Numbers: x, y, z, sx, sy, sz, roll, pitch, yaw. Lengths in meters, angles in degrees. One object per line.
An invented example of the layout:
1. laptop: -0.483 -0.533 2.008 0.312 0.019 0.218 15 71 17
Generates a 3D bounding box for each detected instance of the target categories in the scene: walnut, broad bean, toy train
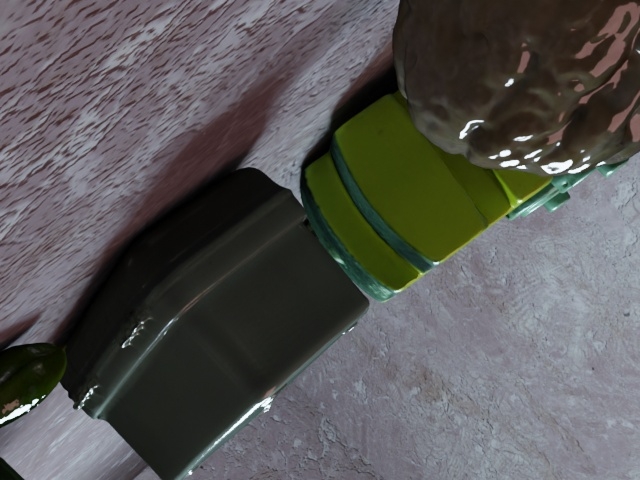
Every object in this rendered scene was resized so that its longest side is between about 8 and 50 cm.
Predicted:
1. walnut: 0.138 -0.136 0.750 0.178 0.178 0.230 -40 165 -38
2. broad bean: -0.226 0.122 0.764 0.227 0.039 0.069 -40 169 -26
3. toy train: 0.117 -0.069 1.218 0.272 0.179 0.442 -36 176 -5

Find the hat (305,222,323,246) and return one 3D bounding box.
1. hat: 0.000 0.000 1.542 0.121 0.050 0.121 -41 180 0

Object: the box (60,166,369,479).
1. box: -0.076 0.062 0.923 0.148 0.129 0.210 -38 175 -37

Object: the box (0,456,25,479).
1. box: -0.297 0.301 0.991 0.329 0.178 0.253 -40 174 -13
